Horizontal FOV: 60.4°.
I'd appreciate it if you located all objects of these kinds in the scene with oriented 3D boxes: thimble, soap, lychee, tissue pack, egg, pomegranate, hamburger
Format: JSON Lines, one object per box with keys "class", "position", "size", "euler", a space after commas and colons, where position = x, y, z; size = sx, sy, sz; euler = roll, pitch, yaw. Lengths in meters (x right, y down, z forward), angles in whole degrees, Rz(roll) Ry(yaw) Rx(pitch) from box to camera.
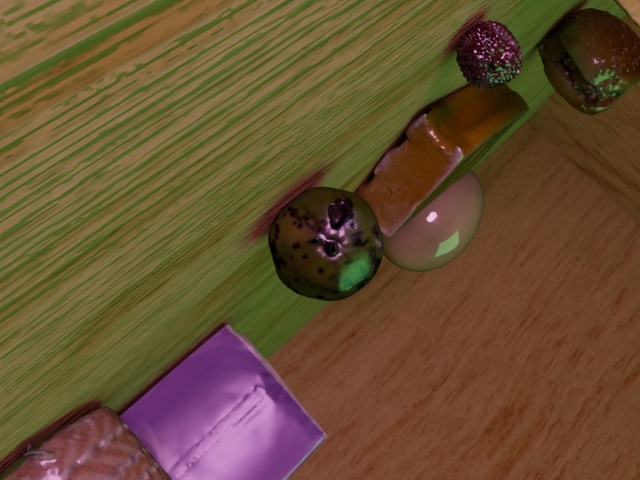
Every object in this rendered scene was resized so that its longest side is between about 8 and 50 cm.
{"class": "thimble", "position": [-0.286, 0.304, 0.599], "size": [0.229, 0.148, 0.196], "euler": [-42, 174, 4]}
{"class": "soap", "position": [0.197, -0.142, 0.866], "size": [0.315, 0.091, 0.199], "euler": [-34, 169, -48]}
{"class": "lychee", "position": [0.175, -0.192, 0.569], "size": [0.083, 0.068, 0.067], "euler": [-65, 154, -65]}
{"class": "tissue pack", "position": [-0.185, 0.322, 0.824], "size": [0.338, 0.242, 0.160], "euler": [-41, 171, -21]}
{"class": "egg", "position": [0.218, -0.049, 1.093], "size": [0.242, 0.186, 0.186], "euler": [-52, 173, -7]}
{"class": "pomegranate", "position": [0.000, 0.000, 0.594], "size": [0.122, 0.122, 0.161], "euler": [-43, -159, -4]}
{"class": "hamburger", "position": [0.537, -0.355, 1.059], "size": [0.215, 0.189, 0.122], "euler": [-26, 171, -29]}

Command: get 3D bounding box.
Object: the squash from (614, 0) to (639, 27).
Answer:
{"class": "squash", "position": [0.399, -0.333, 0.462], "size": [0.309, 0.210, 0.233], "euler": [-45, 180, 42]}
